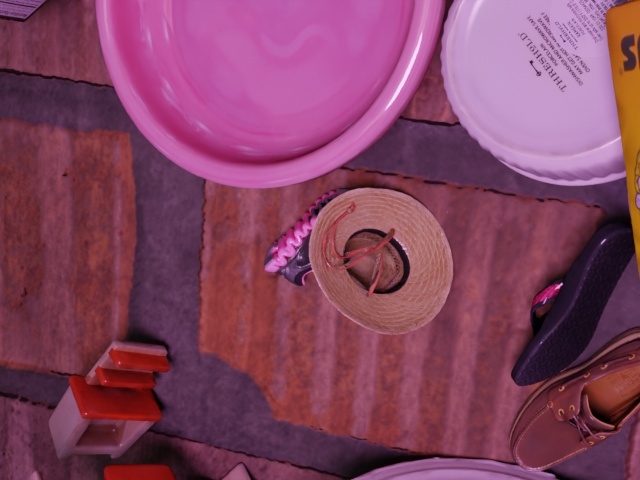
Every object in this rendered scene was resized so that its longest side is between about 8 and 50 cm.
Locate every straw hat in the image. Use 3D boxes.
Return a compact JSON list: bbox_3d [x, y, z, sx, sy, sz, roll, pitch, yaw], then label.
[{"bbox_3d":[0.046,0.022,0.706,0.144,0.144,0.061,58,154,0],"label":"straw hat"}]

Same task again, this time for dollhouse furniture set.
[{"bbox_3d":[-0.177,0.242,0.747,0.135,0.262,0.259,-48,52,20],"label":"dollhouse furniture set"}]

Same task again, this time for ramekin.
[{"bbox_3d":[0.190,-0.144,0.577,0.207,0.109,0.207,3,97,29],"label":"ramekin"}]

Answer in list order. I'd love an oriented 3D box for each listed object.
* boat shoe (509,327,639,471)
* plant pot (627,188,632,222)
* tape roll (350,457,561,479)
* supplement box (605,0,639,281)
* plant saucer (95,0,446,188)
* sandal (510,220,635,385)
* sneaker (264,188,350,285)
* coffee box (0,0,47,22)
[{"bbox_3d":[0.235,0.148,0.669,0.064,0.060,0.178,46,112,5],"label":"boat shoe"},{"bbox_3d":[0.369,-0.045,0.595,0.236,0.032,0.236,4,103,18],"label":"plant pot"},{"bbox_3d":[0.124,0.292,0.622,0.286,0.286,0.100,2,104,19],"label":"tape roll"},{"bbox_3d":[0.381,-0.081,0.421,0.356,0.194,0.195,-13,99,-7],"label":"supplement box"},{"bbox_3d":[-0.045,-0.213,0.663,0.332,0.084,0.332,4,99,24],"label":"plant saucer"},{"bbox_3d":[0.216,0.054,0.659,0.040,0.067,0.179,51,130,45],"label":"sandal"},{"bbox_3d":[0.000,0.000,0.736,0.057,0.047,0.119,40,114,-16],"label":"sneaker"},{"bbox_3d":[-0.241,-0.316,0.638,0.246,0.098,0.141,-28,86,26],"label":"coffee box"}]
